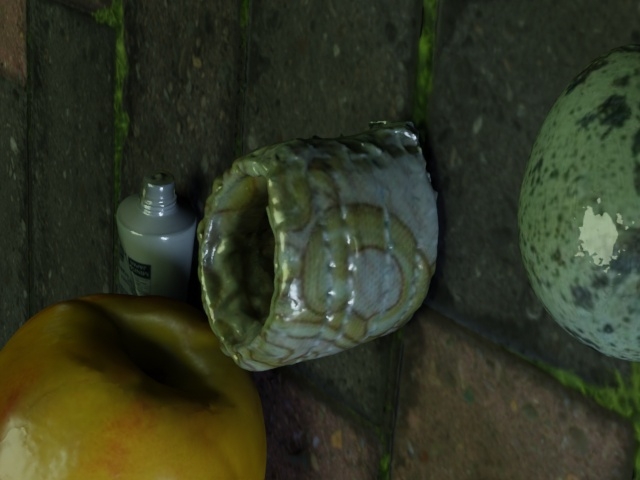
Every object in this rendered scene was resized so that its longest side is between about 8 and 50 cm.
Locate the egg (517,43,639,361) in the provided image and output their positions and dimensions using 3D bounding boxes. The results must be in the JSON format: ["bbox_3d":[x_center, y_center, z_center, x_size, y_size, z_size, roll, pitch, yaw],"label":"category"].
[{"bbox_3d":[0.173,-0.020,0.647,0.132,0.132,0.172,-7,83,56],"label":"egg"}]

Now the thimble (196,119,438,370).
[{"bbox_3d":[0.000,0.000,0.892,0.137,0.144,0.190,49,134,39],"label":"thimble"}]

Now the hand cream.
[{"bbox_3d":[-0.174,0.074,1.248,0.124,0.078,0.340,45,140,39],"label":"hand cream"}]

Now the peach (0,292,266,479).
[{"bbox_3d":[-0.190,0.212,1.109,0.289,0.289,0.307,50,129,37],"label":"peach"}]
